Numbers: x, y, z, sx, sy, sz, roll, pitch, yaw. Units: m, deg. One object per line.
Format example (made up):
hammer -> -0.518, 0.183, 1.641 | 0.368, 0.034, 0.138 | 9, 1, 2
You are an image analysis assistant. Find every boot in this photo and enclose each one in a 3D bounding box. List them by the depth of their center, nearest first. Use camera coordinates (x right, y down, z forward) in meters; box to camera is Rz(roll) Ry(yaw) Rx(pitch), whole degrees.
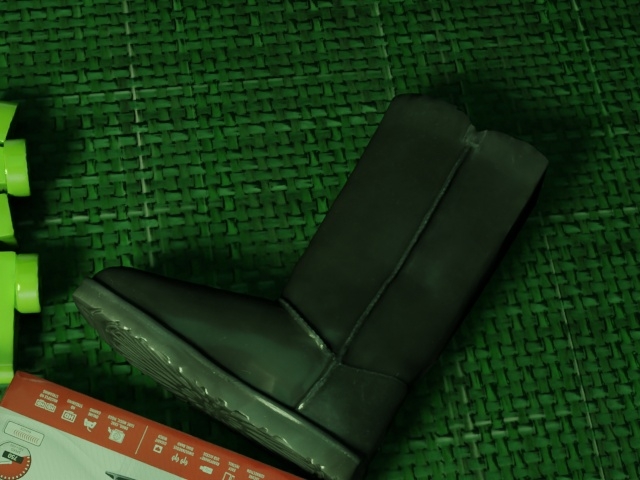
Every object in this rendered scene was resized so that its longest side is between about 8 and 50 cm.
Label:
boot -> 0.002, 0.001, 1.319 | 0.367, 0.146, 0.445 | 34, 71, 0

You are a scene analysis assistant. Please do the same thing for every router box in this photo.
router box -> -0.209, 0.331, 1.194 | 0.335, 0.082, 0.301 | 20, 66, 3

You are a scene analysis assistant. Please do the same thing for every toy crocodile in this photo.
toy crocodile -> -0.368, -0.006, 1.321 | 0.115, 0.105, 0.341 | -6, 72, -8
